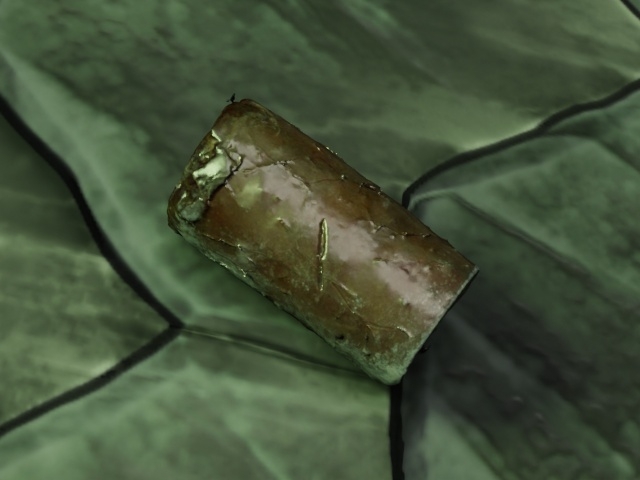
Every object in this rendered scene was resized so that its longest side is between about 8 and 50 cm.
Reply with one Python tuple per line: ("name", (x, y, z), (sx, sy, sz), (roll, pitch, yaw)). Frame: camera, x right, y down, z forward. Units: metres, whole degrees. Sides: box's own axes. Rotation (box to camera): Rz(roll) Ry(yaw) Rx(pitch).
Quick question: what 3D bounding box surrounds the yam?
("yam", (-0.001, 0.001, 0.760), (0.141, 0.079, 0.079), (36, 54, 9))
